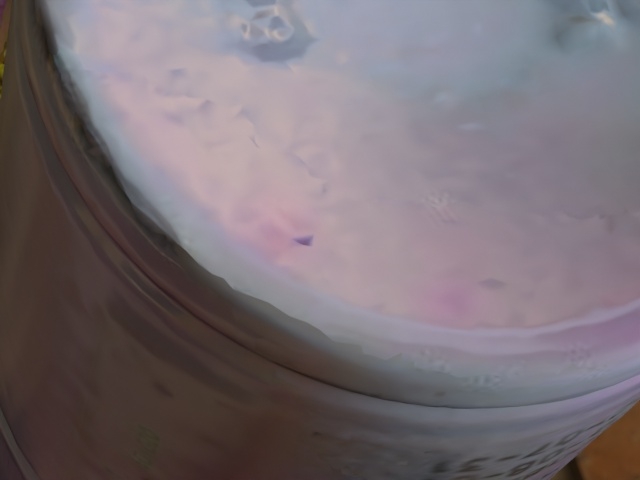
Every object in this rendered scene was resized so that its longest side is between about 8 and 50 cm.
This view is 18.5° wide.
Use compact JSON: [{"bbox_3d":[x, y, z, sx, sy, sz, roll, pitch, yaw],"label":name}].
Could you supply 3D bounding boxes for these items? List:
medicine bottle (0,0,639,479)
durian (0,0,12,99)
[{"bbox_3d":[0.000,0.000,0.451,0.152,0.152,0.254,-25,166,-20],"label":"medicine bottle"},{"bbox_3d":[-0.179,-0.144,1.035,0.132,0.182,0.165,-1,152,-6],"label":"durian"}]
